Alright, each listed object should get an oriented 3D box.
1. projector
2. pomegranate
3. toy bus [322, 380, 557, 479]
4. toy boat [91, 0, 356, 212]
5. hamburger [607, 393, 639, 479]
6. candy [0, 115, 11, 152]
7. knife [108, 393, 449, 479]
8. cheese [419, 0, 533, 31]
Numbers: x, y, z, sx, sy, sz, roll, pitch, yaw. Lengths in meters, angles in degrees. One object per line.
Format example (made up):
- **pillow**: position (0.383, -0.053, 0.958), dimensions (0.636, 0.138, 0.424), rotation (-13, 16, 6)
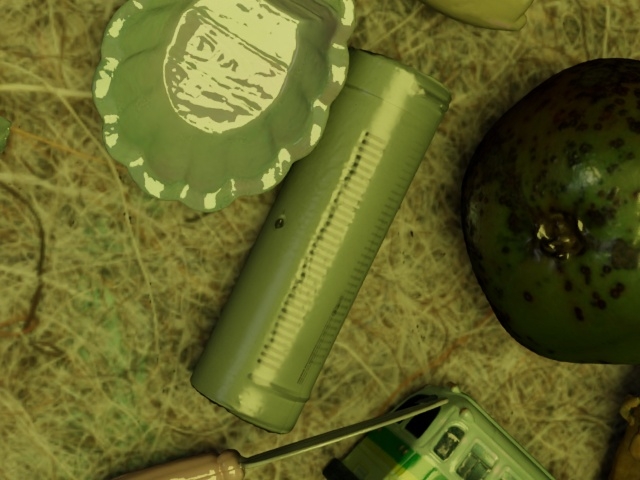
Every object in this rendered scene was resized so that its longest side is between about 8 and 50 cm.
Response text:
- **projector**: position (0.000, 0.000, 1.144), dimensions (0.108, 0.108, 0.337), rotation (25, 92, -17)
- **pomegranate**: position (0.294, -0.032, 1.158), dimensions (0.340, 0.285, 0.285), rotation (-14, 105, -45)
- **toy bus**: position (0.154, 0.272, 1.214), dimensions (0.276, 0.133, 0.165), rotation (43, 85, -15)
- **toy boat**: position (-0.073, -0.169, 1.095), dimensions (0.199, 0.100, 0.290), rotation (30, 99, -15)
- **hamburger**: position (0.461, 0.168, 1.215), dimensions (0.445, 0.268, 0.287), rotation (-25, 100, -8)
- **candy**: position (-0.371, -0.172, 1.048), dimensions (0.086, 0.059, 0.292), rotation (-44, 107, -7)
- **knife**: position (-0.049, 0.188, 1.141), dimensions (0.336, 0.081, 0.043), rotation (-20, 88, 5)
- **cheese**: position (0.152, -0.324, 1.121), dimensions (0.233, 0.127, 0.266), rotation (24, 95, -20)
